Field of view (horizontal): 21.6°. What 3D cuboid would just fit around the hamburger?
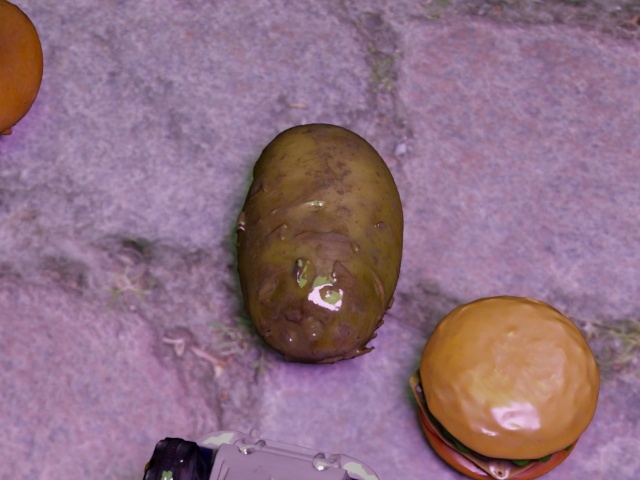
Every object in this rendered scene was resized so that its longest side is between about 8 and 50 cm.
[{"bbox_3d":[0.155,0.127,1.418,0.162,0.115,0.162,2,56,-3],"label":"hamburger"}]

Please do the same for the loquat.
[{"bbox_3d":[-0.320,-0.158,1.535,0.141,0.141,0.141,3,58,-5],"label":"loquat"}]

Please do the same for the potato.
[{"bbox_3d":[0.000,0.000,1.487,0.149,0.113,0.251,-2,49,1],"label":"potato"}]

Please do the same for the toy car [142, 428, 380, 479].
[{"bbox_3d":[-0.057,0.295,1.259,0.198,0.166,0.314,10,65,8],"label":"toy car"}]
